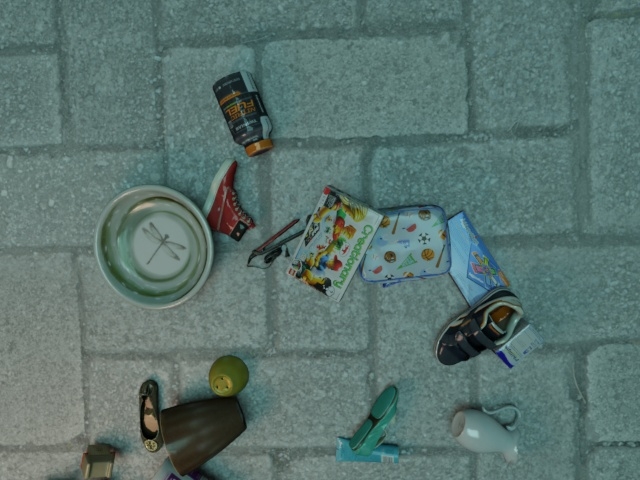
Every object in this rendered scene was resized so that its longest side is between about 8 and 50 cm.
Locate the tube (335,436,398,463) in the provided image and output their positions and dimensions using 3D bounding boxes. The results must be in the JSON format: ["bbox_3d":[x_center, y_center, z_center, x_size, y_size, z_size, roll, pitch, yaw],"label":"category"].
[{"bbox_3d":[0.154,0.697,1.619,0.207,0.052,0.080,1,84,9],"label":"tube"}]

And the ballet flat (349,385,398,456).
[{"bbox_3d":[0.192,0.589,1.591,0.087,0.083,0.247,39,83,-20],"label":"ballet flat"}]

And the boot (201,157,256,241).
[{"bbox_3d":[-0.268,-0.127,1.573,0.176,0.088,0.244,23,103,1],"label":"boot"}]

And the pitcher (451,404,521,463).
[{"bbox_3d":[0.533,0.590,1.561,0.207,0.125,0.177,22,74,-8],"label":"pitcher"}]

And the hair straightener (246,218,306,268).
[{"bbox_3d":[-0.139,0.027,1.591,0.230,0.047,0.089,-35,91,5],"label":"hair straightener"}]

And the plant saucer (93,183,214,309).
[{"bbox_3d":[-0.521,0.019,1.580,0.401,0.100,0.400,1,96,8],"label":"plant saucer"}]

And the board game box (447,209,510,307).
[{"bbox_3d":[0.466,0.060,1.566,0.145,0.027,0.281,-32,91,7],"label":"board game box"}]

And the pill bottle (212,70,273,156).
[{"bbox_3d":[-0.231,-0.387,1.529,0.130,0.130,0.245,-23,92,5],"label":"pill bottle"}]

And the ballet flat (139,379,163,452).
[{"bbox_3d":[-0.575,0.595,1.649,0.084,0.058,0.249,-1,94,4],"label":"ballet flat"}]

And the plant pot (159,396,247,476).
[{"bbox_3d":[-0.364,0.600,1.580,0.230,0.215,0.215,-22,92,-10],"label":"plant pot"}]

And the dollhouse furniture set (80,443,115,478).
[{"bbox_3d":[-0.747,0.828,1.621,0.262,0.135,0.259,10,89,-27],"label":"dollhouse furniture set"}]

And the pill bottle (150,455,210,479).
[{"bbox_3d":[-0.421,0.853,1.602,0.302,0.169,0.169,35,95,1],"label":"pill bottle"}]

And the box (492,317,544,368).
[{"bbox_3d":[0.598,0.310,1.525,0.137,0.126,0.072,-42,92,6],"label":"box"}]

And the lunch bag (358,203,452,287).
[{"bbox_3d":[0.248,0.017,1.524,0.304,0.115,0.243,-7,99,12],"label":"lunch bag"}]

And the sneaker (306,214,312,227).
[{"bbox_3d":[0.000,0.000,1.566,0.072,0.077,0.178,-18,92,3],"label":"sneaker"}]

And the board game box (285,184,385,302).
[{"bbox_3d":[0.041,0.011,1.485,0.193,0.053,0.305,28,107,9],"label":"board game box"}]

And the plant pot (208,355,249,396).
[{"bbox_3d":[-0.309,0.455,1.605,0.134,0.095,0.134,0,94,3],"label":"plant pot"}]

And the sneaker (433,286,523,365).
[{"bbox_3d":[0.484,0.281,1.517,0.126,0.127,0.321,39,101,-12],"label":"sneaker"}]
